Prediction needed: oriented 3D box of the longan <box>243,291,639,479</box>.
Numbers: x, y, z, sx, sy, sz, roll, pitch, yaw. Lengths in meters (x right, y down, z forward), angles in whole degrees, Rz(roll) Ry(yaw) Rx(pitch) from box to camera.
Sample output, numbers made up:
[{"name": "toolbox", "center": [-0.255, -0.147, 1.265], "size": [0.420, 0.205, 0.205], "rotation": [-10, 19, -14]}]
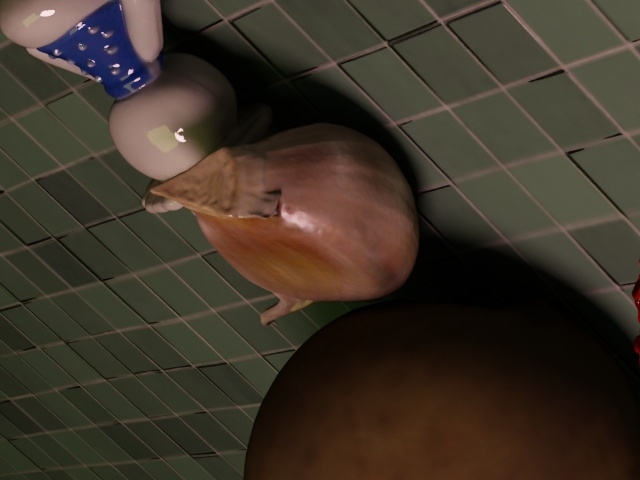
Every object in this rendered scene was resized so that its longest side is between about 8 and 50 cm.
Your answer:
[{"name": "longan", "center": [0.093, 0.180, 1.473], "size": [0.319, 0.319, 0.319], "rotation": [27, 152, 15]}]

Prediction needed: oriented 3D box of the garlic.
[{"name": "garlic", "center": [0.003, 0.003, 1.445], "size": [0.148, 0.128, 0.266], "rotation": [19, 154, 24]}]

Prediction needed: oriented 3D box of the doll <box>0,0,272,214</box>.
[{"name": "doll", "center": [-0.136, -0.126, 1.421], "size": [0.138, 0.119, 0.293], "rotation": [-23, 115, 41]}]

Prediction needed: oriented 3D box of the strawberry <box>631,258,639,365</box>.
[{"name": "strawberry", "center": [0.262, 0.041, 1.167], "size": [0.234, 0.178, 0.234], "rotation": [34, 157, 16]}]
